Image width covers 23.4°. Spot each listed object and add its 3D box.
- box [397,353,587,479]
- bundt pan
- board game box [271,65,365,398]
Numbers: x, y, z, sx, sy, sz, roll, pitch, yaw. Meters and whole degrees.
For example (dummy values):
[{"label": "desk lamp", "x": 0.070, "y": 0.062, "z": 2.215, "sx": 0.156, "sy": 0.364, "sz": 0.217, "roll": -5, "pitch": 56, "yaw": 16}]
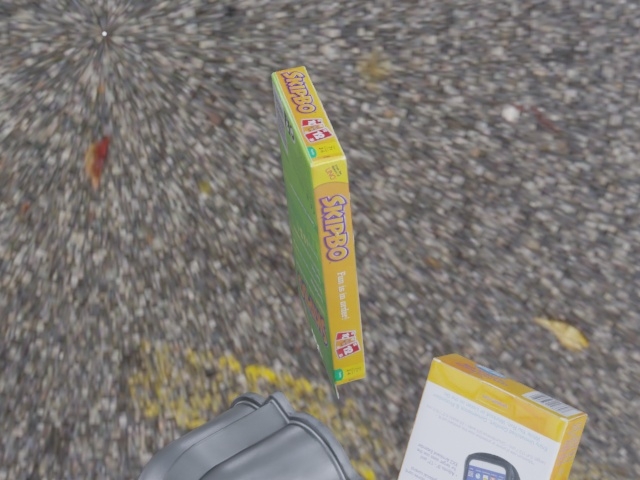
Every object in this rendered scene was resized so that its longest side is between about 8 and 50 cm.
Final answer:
[{"label": "box", "x": 0.078, "y": 0.136, "z": 0.789, "sx": 0.081, "sy": 0.028, "sz": 0.136, "roll": 24, "pitch": 108, "yaw": 31}, {"label": "bundt pan", "x": -0.050, "y": 0.284, "z": 1.145, "sx": 0.124, "sy": 0.331, "sz": 0.331, "roll": -17, "pitch": 100, "yaw": -27}, {"label": "board game box", "x": 0.000, "y": 0.000, "z": 1.246, "sx": 0.039, "sy": 0.124, "sz": 0.259, "roll": -11, "pitch": 132, "yaw": -10}]
